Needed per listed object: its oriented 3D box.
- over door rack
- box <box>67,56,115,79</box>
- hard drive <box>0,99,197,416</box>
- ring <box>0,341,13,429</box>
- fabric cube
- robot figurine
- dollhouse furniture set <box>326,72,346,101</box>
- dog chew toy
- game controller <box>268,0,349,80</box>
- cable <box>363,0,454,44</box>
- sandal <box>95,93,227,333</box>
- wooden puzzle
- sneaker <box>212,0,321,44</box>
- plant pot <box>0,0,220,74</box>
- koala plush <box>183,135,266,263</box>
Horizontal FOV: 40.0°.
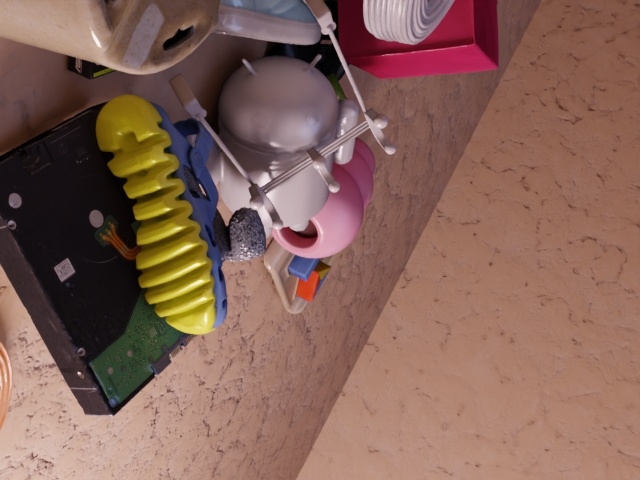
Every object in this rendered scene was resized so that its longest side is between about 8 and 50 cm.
[{"bbox_3d":[-0.036,-0.165,1.276,0.239,0.108,0.324,-33,140,1],"label":"over door rack"},{"bbox_3d":[-0.237,-0.315,1.111,0.190,0.045,0.184,-41,153,-52],"label":"box"},{"bbox_3d":[-0.282,0.020,1.125,0.237,0.064,0.339,-45,119,-46],"label":"hard drive"},{"bbox_3d":[-0.521,0.256,1.101,0.337,0.032,0.337,-54,160,-31],"label":"ring"},{"bbox_3d":[0.186,-0.454,1.640,0.258,0.254,0.259,-4,93,-69],"label":"fabric cube"},{"bbox_3d":[-0.076,-0.164,1.497,0.299,0.200,0.354,-15,140,-21],"label":"robot figurine"},{"bbox_3d":[-0.026,-0.264,1.718,0.151,0.059,0.076,-28,172,8],"label":"dollhouse furniture set"},{"bbox_3d":[0.017,-0.111,1.847,0.332,0.206,0.207,-56,162,-47],"label":"dog chew toy"},{"bbox_3d":[-0.006,-0.370,1.666,0.166,0.067,0.319,-56,165,23],"label":"game controller"},{"bbox_3d":[0.160,-0.430,1.373,0.257,0.089,0.257,-68,162,10],"label":"cable"},{"bbox_3d":[-0.174,-0.037,1.131,0.138,0.126,0.318,-25,105,-56],"label":"sandal"},{"bbox_3d":[0.000,0.000,2.108,0.322,0.080,0.348,-59,161,-16],"label":"wooden puzzle"},{"bbox_3d":[-0.080,-0.378,1.323,0.366,0.135,0.150,-33,133,-70],"label":"sneaker"},{"bbox_3d":[-0.235,-0.291,0.729,0.334,0.305,0.334,-53,159,-31],"label":"plant pot"},{"bbox_3d":[-0.227,-0.051,1.332,0.196,0.203,0.221,-39,131,-26],"label":"koala plush"}]
